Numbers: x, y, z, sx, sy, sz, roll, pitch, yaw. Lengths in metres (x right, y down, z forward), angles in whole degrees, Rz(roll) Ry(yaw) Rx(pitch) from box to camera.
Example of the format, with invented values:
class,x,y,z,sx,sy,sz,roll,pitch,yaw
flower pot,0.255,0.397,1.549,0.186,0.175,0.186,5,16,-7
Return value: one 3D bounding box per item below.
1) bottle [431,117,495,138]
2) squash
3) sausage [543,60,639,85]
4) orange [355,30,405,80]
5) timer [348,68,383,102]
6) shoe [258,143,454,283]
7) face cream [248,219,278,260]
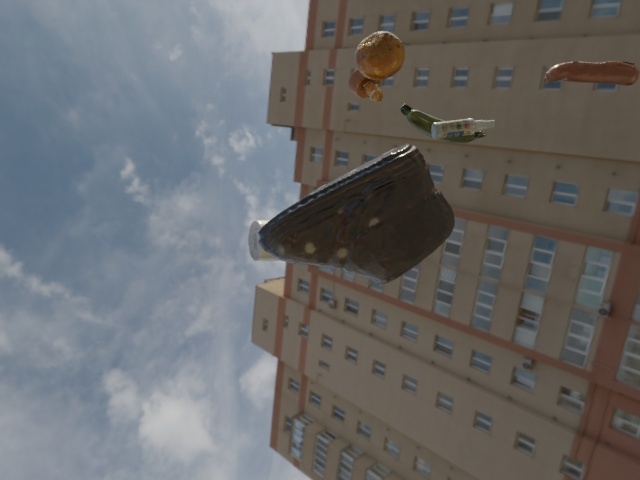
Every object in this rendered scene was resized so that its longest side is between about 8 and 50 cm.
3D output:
class,x,y,z,sx,sy,sz,roll,pitch,yaw
bottle,0.493,-0.389,1.641,0.217,0.060,0.060,-9,-64,-4
squash,0.430,-0.402,1.713,0.071,0.319,0.080,113,175,-80
sausage,0.465,-0.286,0.820,0.036,0.158,0.042,-89,-1,-67
orange,0.100,-0.306,0.796,0.083,0.083,0.070,-54,-50,-20
timer,0.207,-0.624,1.969,0.132,0.152,0.132,-21,-33,-15
shoe,0.074,-0.015,0.988,0.237,0.384,0.171,61,-164,-7
face cream,0.000,0.000,1.184,0.346,0.102,0.101,1,-77,-28
